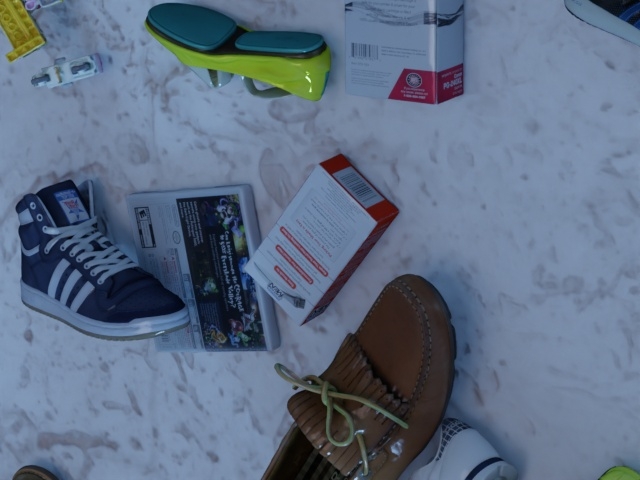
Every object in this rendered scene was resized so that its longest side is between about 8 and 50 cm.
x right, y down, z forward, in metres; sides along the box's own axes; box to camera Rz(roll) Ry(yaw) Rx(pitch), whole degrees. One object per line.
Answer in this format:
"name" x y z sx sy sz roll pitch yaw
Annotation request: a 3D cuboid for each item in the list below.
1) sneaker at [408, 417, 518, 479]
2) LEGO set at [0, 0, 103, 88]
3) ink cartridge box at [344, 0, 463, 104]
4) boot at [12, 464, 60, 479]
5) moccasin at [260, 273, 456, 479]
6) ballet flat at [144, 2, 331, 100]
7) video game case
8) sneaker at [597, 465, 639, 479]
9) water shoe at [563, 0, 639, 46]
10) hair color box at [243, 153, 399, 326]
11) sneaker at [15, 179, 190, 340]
"sneaker" 0.126 0.299 1.920 0.095 0.090 0.235 44 121 31
"LEGO set" -0.331 -0.313 2.048 0.132 0.107 0.287 -8 97 1
"ink cartridge box" 0.084 -0.218 1.788 0.109 0.063 0.150 10 110 32
"boot" -0.335 0.434 2.253 0.112 0.115 0.305 -17 94 39
"moccasin" 0.023 0.191 1.900 0.380 0.147 0.139 -57 49 35
"ballet flat" -0.090 -0.194 1.915 0.231 0.077 0.077 15 129 28
"video game case" -0.134 0.034 2.046 0.173 0.022 0.190 -3 102 36
"sneaker" 0.269 0.368 1.815 0.123 0.109 0.295 37 122 25
"water shoe" 0.313 -0.214 1.626 0.203 0.073 0.080 25 115 26
"hair color box" 0.000 0.000 1.922 0.093 0.053 0.167 46 123 13
"sneaker" -0.258 0.018 2.058 0.282 0.099 0.153 14 112 46
